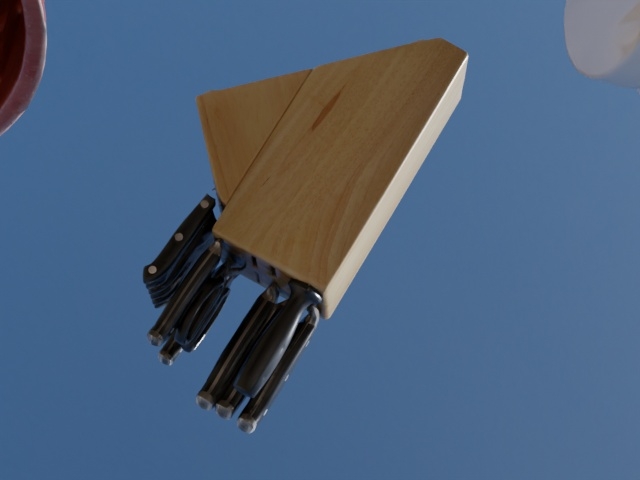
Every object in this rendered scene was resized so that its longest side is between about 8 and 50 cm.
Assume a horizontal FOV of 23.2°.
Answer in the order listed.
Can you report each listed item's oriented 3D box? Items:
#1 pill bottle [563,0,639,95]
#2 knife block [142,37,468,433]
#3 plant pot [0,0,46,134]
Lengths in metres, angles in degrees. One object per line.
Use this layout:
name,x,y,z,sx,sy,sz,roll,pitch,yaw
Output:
pill bottle,0.284,-0.129,0.986,0.245,0.136,0.136,9,-124,-23
knife block,0.000,0.000,1.141,0.275,0.088,0.242,-14,-106,-4
plant pot,-0.227,-0.221,0.760,0.272,0.272,0.265,3,-129,14
